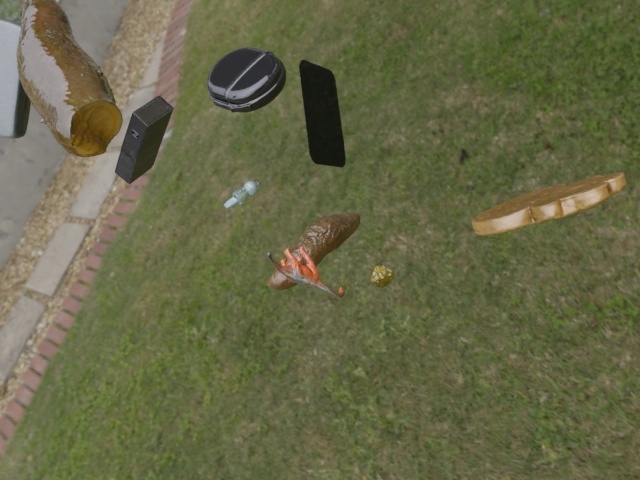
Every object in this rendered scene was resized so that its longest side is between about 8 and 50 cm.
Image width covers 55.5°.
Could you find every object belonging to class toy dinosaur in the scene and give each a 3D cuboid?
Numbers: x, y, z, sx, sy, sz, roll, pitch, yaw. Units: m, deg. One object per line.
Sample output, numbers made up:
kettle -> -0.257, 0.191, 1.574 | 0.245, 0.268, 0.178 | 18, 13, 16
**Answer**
toy dinosaur -> -0.033, 0.070, 1.350 | 0.055, 0.280, 0.101 | -37, 59, 28

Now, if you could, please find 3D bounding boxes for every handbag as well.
handbag -> -0.257, -0.545, 2.059 | 0.308, 0.093, 0.253 | 28, 71, 39

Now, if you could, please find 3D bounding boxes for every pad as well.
pad -> 0.027, -0.303, 1.551 | 0.055, 0.323, 0.249 | -8, 88, 14

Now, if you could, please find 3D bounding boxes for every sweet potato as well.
sweet potato -> -0.001, -0.001, 1.539 | 0.092, 0.114, 0.341 | 40, 57, 15
sweet potato -> -0.254, -0.166, 0.601 | 0.077, 0.077, 0.243 | -43, 57, 14

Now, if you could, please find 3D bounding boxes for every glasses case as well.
glasses case -> -0.883, -0.452, 1.712 | 0.074, 0.131, 0.323 | -69, -6, -75

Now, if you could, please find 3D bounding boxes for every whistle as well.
whistle -> -0.185, -0.108, 1.432 | 0.100, 0.035, 0.035 | -39, 36, -19

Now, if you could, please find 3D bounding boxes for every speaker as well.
speaker -> -0.372, -0.207, 1.279 | 0.082, 0.044, 0.218 | -48, 1, -39

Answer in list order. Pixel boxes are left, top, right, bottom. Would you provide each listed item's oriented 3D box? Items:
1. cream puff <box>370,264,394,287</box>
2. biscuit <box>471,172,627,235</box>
cream puff -> 0.189, 0.107, 1.867 | 0.083, 0.083, 0.058 | -35, 54, 22
biscuit -> 0.403, -0.062, 1.097 | 0.202, 0.044, 0.289 | -26, 7, -37
